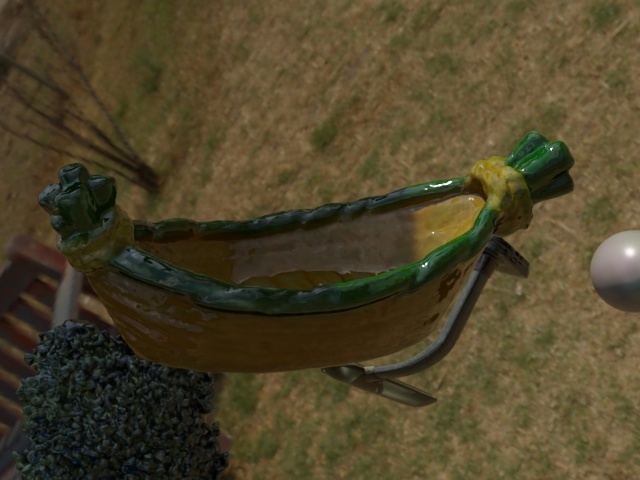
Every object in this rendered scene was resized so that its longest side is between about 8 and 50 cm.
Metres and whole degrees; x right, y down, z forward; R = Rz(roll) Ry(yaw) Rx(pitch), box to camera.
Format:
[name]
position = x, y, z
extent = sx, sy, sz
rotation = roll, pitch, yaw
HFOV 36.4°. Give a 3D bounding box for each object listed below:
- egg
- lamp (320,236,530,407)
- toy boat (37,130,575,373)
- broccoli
[egg]
position = 0.389, 0.038, 1.206
extent = 0.103, 0.103, 0.135
rotation = -58, -4, 0
[lamp]
position = 0.165, 0.119, 1.288
extent = 0.283, 0.203, 0.124
rotation = -53, 47, 6
[toy boat]
position = 0.000, 0.000, 0.415
extent = 0.089, 0.229, 0.088
rotation = -127, 36, -58
[broccoli]
position = -0.138, 0.128, 0.646
extent = 0.160, 0.167, 0.155
rotation = 31, 96, 53
